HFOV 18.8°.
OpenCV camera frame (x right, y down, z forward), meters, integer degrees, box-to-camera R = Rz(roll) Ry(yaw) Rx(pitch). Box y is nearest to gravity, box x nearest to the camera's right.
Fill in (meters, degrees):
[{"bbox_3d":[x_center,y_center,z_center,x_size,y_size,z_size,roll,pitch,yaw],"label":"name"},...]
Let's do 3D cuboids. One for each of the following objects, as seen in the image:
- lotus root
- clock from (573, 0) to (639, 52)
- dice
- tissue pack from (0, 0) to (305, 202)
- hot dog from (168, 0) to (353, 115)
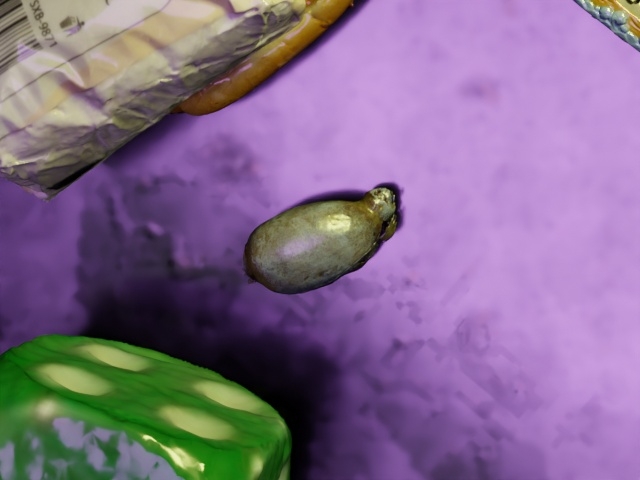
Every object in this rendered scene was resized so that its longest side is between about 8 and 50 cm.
[{"bbox_3d":[0.001,0.002,1.864,0.165,0.088,0.088,-20,95,5],"label":"lotus root"},{"bbox_3d":[0.308,-0.244,1.742,0.231,0.103,0.144,37,103,2],"label":"clock"},{"bbox_3d":[-0.201,0.268,1.841,0.297,0.300,0.287,18,99,10],"label":"dice"},{"bbox_3d":[-0.223,-0.271,1.788,0.390,0.195,0.375,-28,71,18],"label":"tissue pack"},{"bbox_3d":[-0.059,-0.200,1.845,0.249,0.076,0.102,-35,58,16],"label":"hot dog"}]
